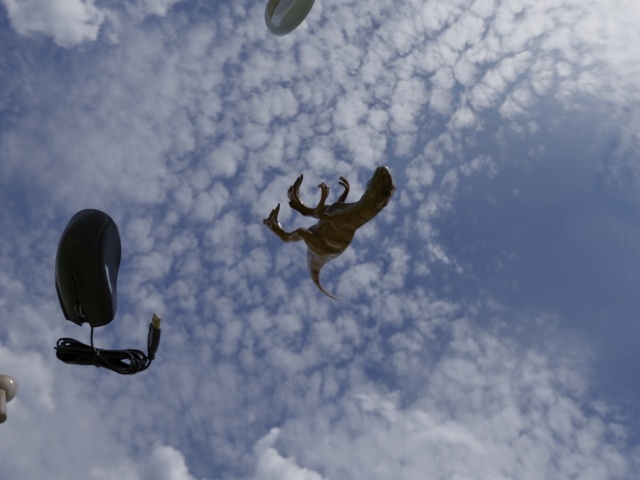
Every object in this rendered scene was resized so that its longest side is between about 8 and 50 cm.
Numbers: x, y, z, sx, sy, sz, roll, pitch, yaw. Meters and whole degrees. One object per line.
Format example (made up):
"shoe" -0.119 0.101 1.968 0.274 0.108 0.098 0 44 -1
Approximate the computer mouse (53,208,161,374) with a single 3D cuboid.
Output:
"computer mouse" -0.333 0.090 0.796 0.184 0.060 0.262 12 -81 10

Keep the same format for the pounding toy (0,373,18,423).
"pounding toy" -0.606 0.320 0.813 0.110 0.183 0.237 39 -100 -20

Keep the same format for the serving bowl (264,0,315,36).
"serving bowl" -0.044 -0.309 0.670 0.027 0.083 0.083 46 -68 9

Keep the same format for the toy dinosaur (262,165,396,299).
"toy dinosaur" 0.000 0.000 0.527 0.112 0.064 0.211 36 -40 2
